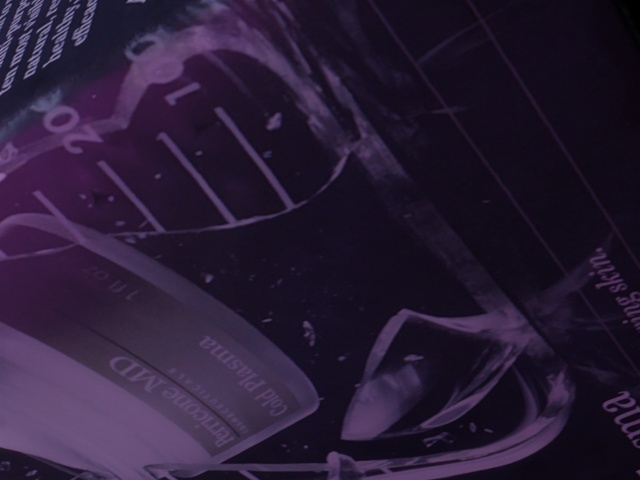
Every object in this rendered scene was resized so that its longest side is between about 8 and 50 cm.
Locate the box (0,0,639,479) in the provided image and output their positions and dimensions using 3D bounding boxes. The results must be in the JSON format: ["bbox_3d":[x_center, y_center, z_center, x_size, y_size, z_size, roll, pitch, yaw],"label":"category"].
[{"bbox_3d":[0.000,0.000,0.611,0.472,0.297,0.480,-24,130,26],"label":"box"}]
